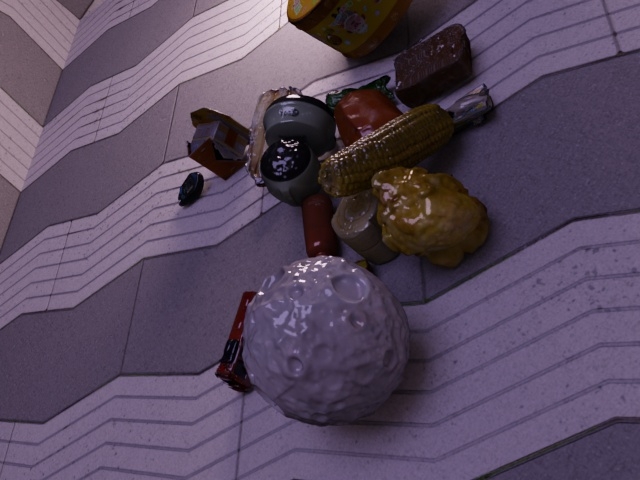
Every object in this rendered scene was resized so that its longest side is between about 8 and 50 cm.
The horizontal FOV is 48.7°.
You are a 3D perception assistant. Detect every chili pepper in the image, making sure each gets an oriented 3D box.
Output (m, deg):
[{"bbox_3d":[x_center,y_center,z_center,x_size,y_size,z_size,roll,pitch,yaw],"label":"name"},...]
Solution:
[{"bbox_3d":[0.111,-0.383,1.918,0.224,0.061,0.098,-4,73,37],"label":"chili pepper"}]

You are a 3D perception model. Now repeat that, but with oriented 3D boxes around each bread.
[{"bbox_3d":[0.111,-0.041,1.609,0.134,0.141,0.148,-9,55,37],"label":"bread"}]

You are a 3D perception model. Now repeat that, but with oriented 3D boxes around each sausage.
[{"bbox_3d":[0.126,-0.280,1.756,0.141,0.153,0.268,-11,42,-14],"label":"sausage"}]

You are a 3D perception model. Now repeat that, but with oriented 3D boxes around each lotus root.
[{"bbox_3d":[-0.122,-0.291,2.052,0.167,0.078,0.330,2,65,22],"label":"lotus root"}]

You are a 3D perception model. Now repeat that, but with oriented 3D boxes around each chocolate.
[{"bbox_3d":[0.287,-0.434,1.768,0.214,0.093,0.148,-21,51,32],"label":"chocolate"}]

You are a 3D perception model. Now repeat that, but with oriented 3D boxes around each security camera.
[{"bbox_3d":[-0.068,-0.222,1.839,0.196,0.191,0.277,-1,61,15],"label":"security camera"}]

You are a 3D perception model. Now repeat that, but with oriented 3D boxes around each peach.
[{"bbox_3d":[0.081,0.083,1.615,0.083,0.050,0.077,-25,25,16],"label":"peach"}]

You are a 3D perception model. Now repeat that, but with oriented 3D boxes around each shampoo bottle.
[{"bbox_3d":[0.000,-0.002,1.730,0.085,0.085,0.244,-27,48,26],"label":"shampoo bottle"}]

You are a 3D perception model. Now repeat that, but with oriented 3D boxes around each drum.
[{"bbox_3d":[0.102,-0.742,1.981,0.431,0.214,0.431,-44,31,36],"label":"drum"}]

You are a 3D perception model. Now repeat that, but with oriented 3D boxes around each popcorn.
[{"bbox_3d":[0.223,-0.057,1.453,0.190,0.253,0.191,109,168,-72],"label":"popcorn"}]

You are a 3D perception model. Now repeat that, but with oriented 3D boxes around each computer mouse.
[{"bbox_3d":[-0.407,-0.161,2.244,0.135,0.047,0.079,-45,46,25],"label":"computer mouse"}]

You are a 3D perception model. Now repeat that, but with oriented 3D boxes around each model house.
[{"bbox_3d":[-0.321,-0.283,2.129,0.207,0.219,0.136,2,69,44],"label":"model house"}]

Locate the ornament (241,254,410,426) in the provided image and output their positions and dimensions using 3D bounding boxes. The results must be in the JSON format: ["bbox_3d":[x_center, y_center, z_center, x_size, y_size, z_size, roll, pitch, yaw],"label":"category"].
[{"bbox_3d":[0.004,0.203,1.386,0.337,0.337,0.337,-24,48,29],"label":"ornament"}]

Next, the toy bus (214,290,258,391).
[{"bbox_3d":[-0.177,0.242,1.707,0.073,0.096,0.235,-5,57,43],"label":"toy bus"}]

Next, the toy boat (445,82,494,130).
[{"bbox_3d":[0.313,-0.288,1.660,0.210,0.066,0.084,-25,46,28],"label":"toy boat"}]

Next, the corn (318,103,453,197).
[{"bbox_3d":[0.152,-0.198,1.556,0.363,0.120,0.120,-30,35,-23],"label":"corn"}]
